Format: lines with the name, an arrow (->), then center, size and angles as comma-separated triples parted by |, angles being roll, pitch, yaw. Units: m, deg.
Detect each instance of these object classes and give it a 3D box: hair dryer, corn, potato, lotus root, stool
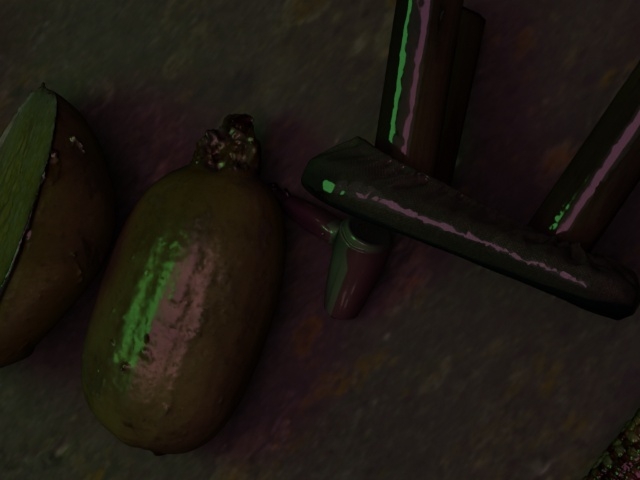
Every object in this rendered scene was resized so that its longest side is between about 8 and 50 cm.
hair dryer -> 0.000, -0.007, 1.759 | 0.154, 0.054, 0.106 | 47, 136, 25
corn -> 0.290, 0.234, 1.687 | 0.086, 0.086, 0.253 | 37, 94, 9
potato -> -0.279, 0.003, 1.762 | 0.116, 0.239, 0.299 | 22, 90, -28
lotus root -> -0.124, 0.041, 1.738 | 0.169, 0.151, 0.342 | 19, 95, 13
stool -> 0.170, -0.084, 1.597 | 0.310, 0.310, 0.226 | 21, 94, 9
